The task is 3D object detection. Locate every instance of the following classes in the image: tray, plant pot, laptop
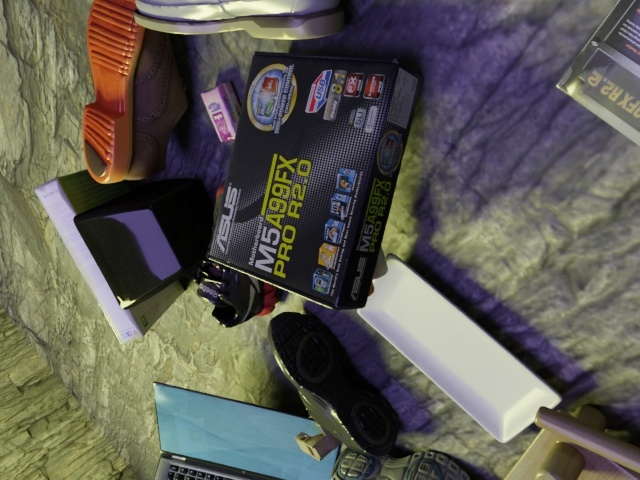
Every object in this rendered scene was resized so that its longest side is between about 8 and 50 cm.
[{"bbox_3d":[0.175,0.139,0.753,0.270,0.030,0.145,41,139,17],"label":"tray"},{"bbox_3d":[-0.282,-0.011,1.010,0.167,0.188,0.187,-16,105,37],"label":"plant pot"},{"bbox_3d":[-0.182,0.532,1.130,0.382,0.408,0.236,12,164,5],"label":"laptop"}]

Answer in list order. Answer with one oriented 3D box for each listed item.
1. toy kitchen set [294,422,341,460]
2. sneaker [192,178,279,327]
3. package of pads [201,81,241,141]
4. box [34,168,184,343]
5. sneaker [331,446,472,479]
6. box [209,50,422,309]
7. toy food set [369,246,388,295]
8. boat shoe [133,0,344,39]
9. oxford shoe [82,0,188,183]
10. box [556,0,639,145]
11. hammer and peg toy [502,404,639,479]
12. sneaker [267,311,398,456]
[{"bbox_3d":[-0.001,0.345,1.046,0.075,0.083,0.068,-11,110,62],"label":"toy kitchen set"},{"bbox_3d":[-0.143,0.032,0.923,0.097,0.135,0.276,26,132,34],"label":"sneaker"},{"bbox_3d":[-0.142,-0.190,0.844,0.050,0.032,0.083,0,116,49],"label":"package of pads"},{"bbox_3d":[-0.397,0.012,1.112,0.058,0.232,0.322,-21,102,11],"label":"box"},{"bbox_3d":[0.156,0.419,0.937,0.297,0.111,0.129,-4,131,50],"label":"sneaker"},{"bbox_3d":[-0.016,-0.078,0.668,0.216,0.060,0.270,18,97,37],"label":"box"},{"bbox_3d":[0.000,0.000,0.762,0.232,0.111,0.104,14,125,60],"label":"toy food set"},{"bbox_3d":[-0.107,-0.304,0.673,0.302,0.113,0.103,12,124,28],"label":"boat shoe"},{"bbox_3d":[-0.271,-0.265,0.868,0.130,0.132,0.364,37,120,33],"label":"oxford shoe"},{"bbox_3d":[0.319,-0.121,0.395,0.231,0.056,0.183,43,141,16],"label":"box"},{"bbox_3d":[0.339,0.303,0.623,0.266,0.127,0.361,35,137,26],"label":"hammer and peg toy"},{"bbox_3d":[0.000,0.250,0.960,0.286,0.109,0.130,53,148,6],"label":"sneaker"}]
